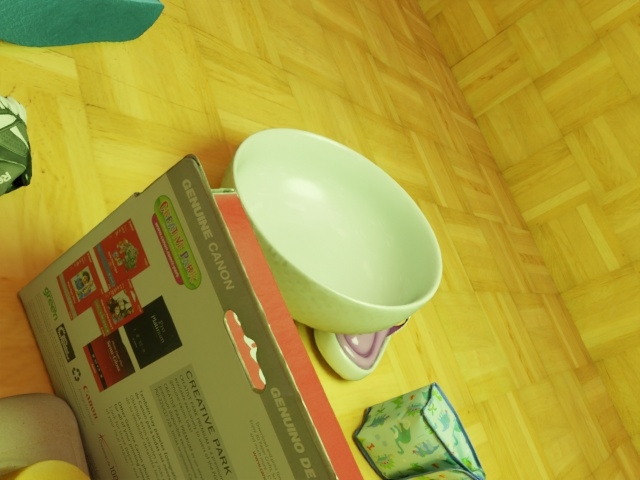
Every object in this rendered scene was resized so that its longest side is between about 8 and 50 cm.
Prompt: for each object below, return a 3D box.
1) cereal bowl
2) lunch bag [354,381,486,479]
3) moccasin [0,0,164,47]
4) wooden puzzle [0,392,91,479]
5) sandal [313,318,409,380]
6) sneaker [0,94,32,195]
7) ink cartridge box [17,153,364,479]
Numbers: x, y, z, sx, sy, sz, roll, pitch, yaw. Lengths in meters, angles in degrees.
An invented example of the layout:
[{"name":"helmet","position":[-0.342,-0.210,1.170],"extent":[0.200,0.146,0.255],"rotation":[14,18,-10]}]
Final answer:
[{"name":"cereal bowl","position":[0.000,0.000,0.840],"extent":[0.339,0.141,0.339],"rotation":[23,37,-19]},{"name":"lunch bag","position":[0.144,0.302,0.833],"extent":[0.151,0.129,0.096],"rotation":[56,33,-8]},{"name":"moccasin","position":[-0.335,-0.317,0.722],"extent":[0.117,0.138,0.342],"rotation":[52,17,-2]},{"name":"wooden puzzle","position":[-0.222,0.265,0.333],"extent":[0.322,0.080,0.348],"rotation":[11,53,-67]},{"name":"sandal","position":[0.107,0.078,0.999],"extent":[0.169,0.102,0.416],"rotation":[48,33,-17]},{"name":"sneaker","position":[-0.309,-0.091,0.507],"extent":[0.234,0.078,0.106],"rotation":[161,-90,-83]},{"name":"ink cartridge box","position":[-0.098,0.120,0.512],"extent":[0.130,0.272,0.309],"rotation":[-9,71,-57]}]
